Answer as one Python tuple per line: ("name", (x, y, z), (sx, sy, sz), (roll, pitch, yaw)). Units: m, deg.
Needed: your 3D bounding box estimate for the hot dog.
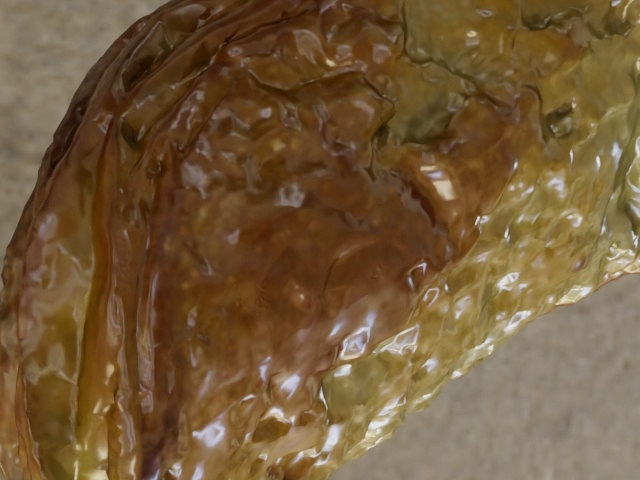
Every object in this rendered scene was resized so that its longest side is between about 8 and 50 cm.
("hot dog", (0.000, -0.003, 0.593), (0.259, 0.114, 0.175), (-31, 146, -30))
